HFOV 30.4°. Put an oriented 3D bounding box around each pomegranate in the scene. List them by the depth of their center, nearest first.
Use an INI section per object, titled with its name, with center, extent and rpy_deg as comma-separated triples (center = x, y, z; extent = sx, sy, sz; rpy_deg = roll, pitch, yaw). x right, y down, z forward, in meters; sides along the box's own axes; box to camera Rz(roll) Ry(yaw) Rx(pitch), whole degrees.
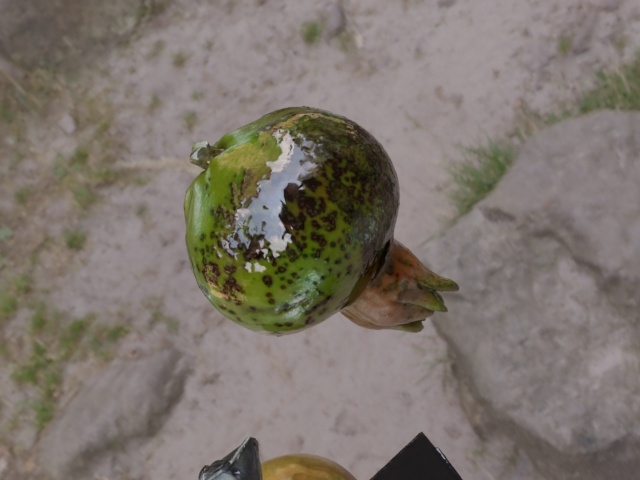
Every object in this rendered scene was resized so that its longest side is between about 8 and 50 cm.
[pomegranate]
center = -0.006, -0.004, 1.154
extent = 0.204, 0.276, 0.222
rpy_deg = 33, 88, 43

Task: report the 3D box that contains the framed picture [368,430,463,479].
[framed picture]
center = 0.085, 0.326, 0.951
extent = 0.014, 0.255, 0.339
rpy_deg = -43, -8, 35

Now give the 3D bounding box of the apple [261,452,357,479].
[apple]
center = -0.029, 0.326, 1.273
extent = 0.196, 0.196, 0.196
rpy_deg = -18, 46, 20

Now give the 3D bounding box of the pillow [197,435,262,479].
[pillow]
center = -0.073, 0.234, 0.962
extent = 0.055, 0.135, 0.091
rpy_deg = -3, 19, 2
